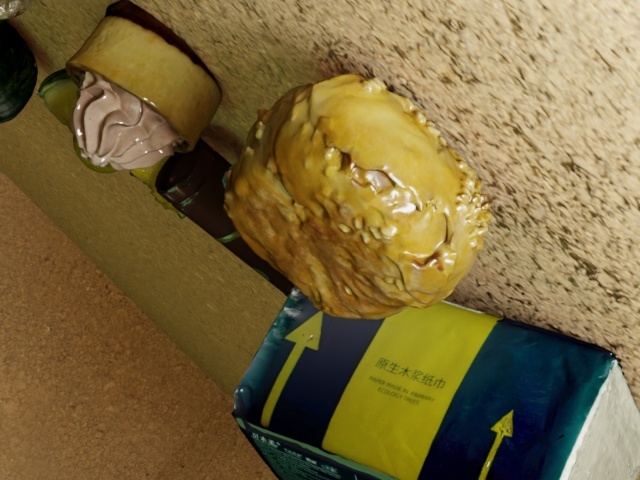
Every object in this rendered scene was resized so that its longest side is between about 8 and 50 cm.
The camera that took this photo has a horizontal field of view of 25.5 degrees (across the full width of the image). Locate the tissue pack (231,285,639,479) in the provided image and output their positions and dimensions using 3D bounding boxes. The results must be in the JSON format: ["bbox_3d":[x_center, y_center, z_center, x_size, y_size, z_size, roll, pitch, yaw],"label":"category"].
[{"bbox_3d":[0.139,0.220,1.654,0.416,0.253,0.264,15,154,29],"label":"tissue pack"}]

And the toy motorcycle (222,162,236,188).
[{"bbox_3d":[-0.001,-0.001,1.848,0.296,0.109,0.198,41,176,-15],"label":"toy motorcycle"}]

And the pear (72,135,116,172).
[{"bbox_3d":[-0.337,-0.158,2.222,0.107,0.107,0.131,42,163,-7],"label":"pear"}]

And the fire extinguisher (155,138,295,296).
[{"bbox_3d":[-0.067,-0.011,1.978,0.341,0.105,0.141,39,146,-27],"label":"fire extinguisher"}]

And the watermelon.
[{"bbox_3d":[-0.256,-0.157,1.949,0.301,0.129,0.123,40,168,-37],"label":"watermelon"}]

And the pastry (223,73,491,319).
[{"bbox_3d":[0.040,-0.048,1.412,0.255,0.162,0.311,55,153,-14],"label":"pastry"}]

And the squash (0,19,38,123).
[{"bbox_3d":[-0.566,-0.286,2.308,0.218,0.172,0.218,9,148,6],"label":"squash"}]

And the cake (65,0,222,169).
[{"bbox_3d":[-0.245,-0.174,1.772,0.207,0.178,0.185,41,168,11],"label":"cake"}]

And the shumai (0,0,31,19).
[{"bbox_3d":[-0.493,-0.349,2.012,0.145,0.116,0.145,37,165,12],"label":"shumai"}]
